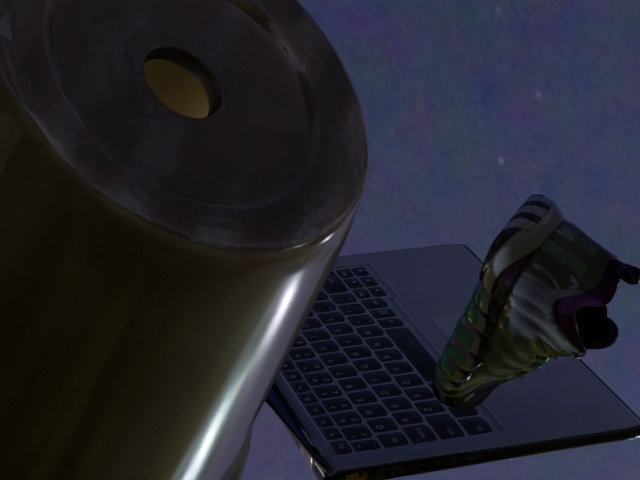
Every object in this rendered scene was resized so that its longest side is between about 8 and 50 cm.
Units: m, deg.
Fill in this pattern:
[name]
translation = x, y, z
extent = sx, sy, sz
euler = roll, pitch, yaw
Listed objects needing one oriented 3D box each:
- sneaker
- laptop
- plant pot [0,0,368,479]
[sneaker]
translation = 0.144, 0.068, 1.255
extent = 0.098, 0.083, 0.223
euler = 33, -33, 12
[laptop]
translation = 0.000, 0.000, 1.465
extent = 0.408, 0.382, 0.236
euler = -6, -66, -16
[plant pot]
translation = -0.127, 0.001, 0.881
extent = 0.323, 0.323, 0.280
euler = 23, -44, -24
